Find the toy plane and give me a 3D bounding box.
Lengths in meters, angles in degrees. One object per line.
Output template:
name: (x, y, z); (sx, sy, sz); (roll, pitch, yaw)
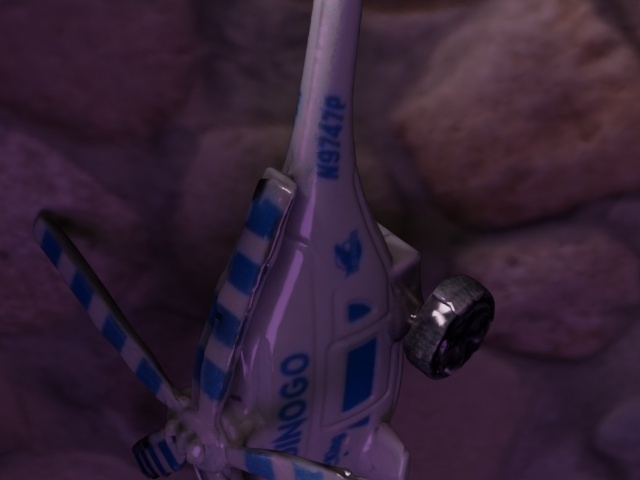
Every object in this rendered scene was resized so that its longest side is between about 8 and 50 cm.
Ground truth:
toy plane: (-0.008, -0.007, 0.514); (0.182, 0.107, 0.273); (19, 126, 42)
